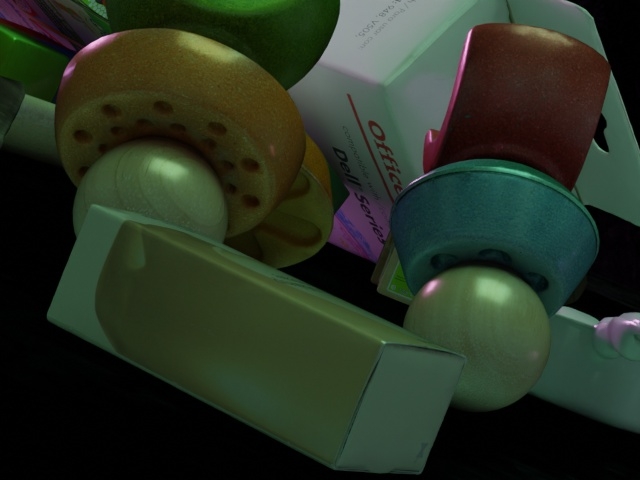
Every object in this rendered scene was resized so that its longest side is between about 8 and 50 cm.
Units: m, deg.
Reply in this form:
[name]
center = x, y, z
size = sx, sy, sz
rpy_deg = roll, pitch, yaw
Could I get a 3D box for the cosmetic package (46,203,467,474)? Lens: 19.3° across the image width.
[cosmetic package]
center = -0.020, 0.030, 0.578
size = 0.115, 0.041, 0.060
rpy_deg = 24, 4, 29

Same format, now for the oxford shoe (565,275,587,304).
[oxford shoe]
center = 0.095, 0.006, 1.383
size = 0.227, 0.083, 0.096
rpy_deg = 20, -24, 41

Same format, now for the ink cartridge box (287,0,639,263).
[ink cartridge box]
center = 0.044, -0.087, 1.271
size = 0.353, 0.119, 0.207
rpy_deg = 24, -30, 46

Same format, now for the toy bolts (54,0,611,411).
[toy bolts]
center = 0.000, 0.000, 0.803
size = 0.228, 0.158, 0.218
rpy_deg = 12, -37, 1

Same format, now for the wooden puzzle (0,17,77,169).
[wooden puzzle]
center = -0.282, -0.137, 1.134
size = 0.348, 0.080, 0.322
rpy_deg = 25, 5, 40

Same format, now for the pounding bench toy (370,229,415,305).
[pounding bench toy]
center = 0.080, 0.019, 1.160
size = 0.083, 0.052, 0.065
rpy_deg = 21, 4, -4

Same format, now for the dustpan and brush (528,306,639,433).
[dustpan and brush]
center = 0.132, 0.054, 0.912
size = 0.147, 0.060, 0.211
rpy_deg = 21, 4, -3

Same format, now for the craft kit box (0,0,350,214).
[craft kit box]
center = -0.124, -0.122, 1.214
size = 0.247, 0.061, 0.250
rpy_deg = 35, -10, 35

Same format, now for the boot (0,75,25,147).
[boot]
center = -0.215, -0.083, 0.721
size = 0.207, 0.090, 0.248
rpy_deg = 25, 8, -7
